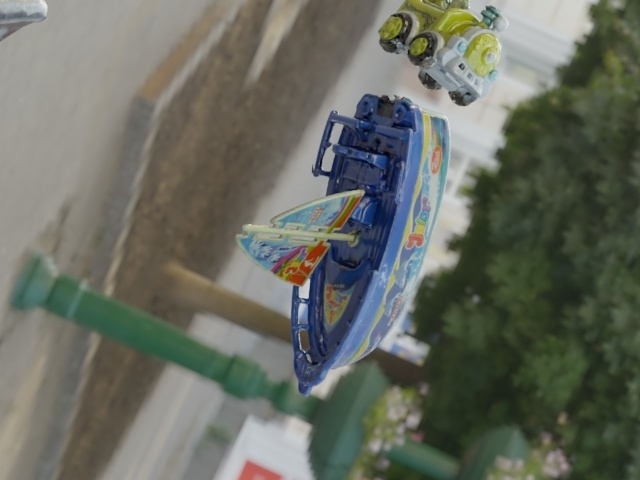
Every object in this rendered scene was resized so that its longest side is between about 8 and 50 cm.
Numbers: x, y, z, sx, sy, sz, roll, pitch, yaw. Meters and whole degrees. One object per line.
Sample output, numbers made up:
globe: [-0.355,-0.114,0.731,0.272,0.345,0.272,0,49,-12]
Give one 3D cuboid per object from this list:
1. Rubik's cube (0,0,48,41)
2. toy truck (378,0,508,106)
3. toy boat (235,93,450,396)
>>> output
Rubik's cube: [-0.310,-0.136,0.673,0.259,0.260,0.255,-27,178,21]
toy truck: [0.105,-0.160,1.309,0.077,0.076,0.111,-54,-139,-1]
toy boat: [0.000,0.000,0.900,0.091,0.110,0.175,21,-81,57]
